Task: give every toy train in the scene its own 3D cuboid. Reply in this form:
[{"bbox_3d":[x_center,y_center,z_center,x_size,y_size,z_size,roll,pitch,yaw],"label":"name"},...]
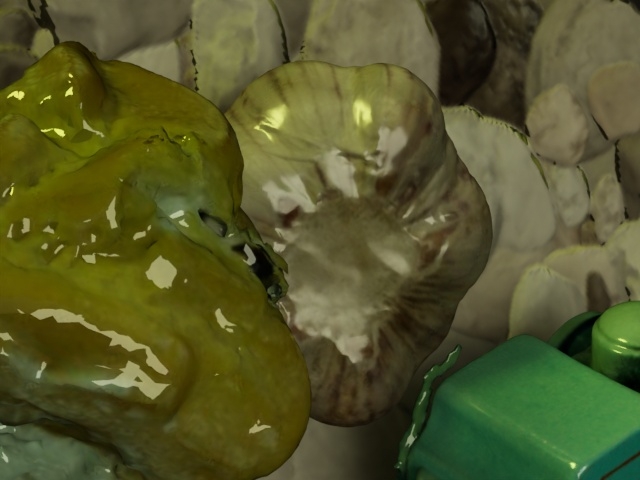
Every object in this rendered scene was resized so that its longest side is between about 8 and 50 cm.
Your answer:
[{"bbox_3d":[0.122,0.131,0.746,0.163,0.112,0.203,-27,125,-32],"label":"toy train"}]

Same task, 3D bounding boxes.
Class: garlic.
[{"bbox_3d":[0.000,0.000,0.706,0.147,0.102,0.159,-3,105,-14],"label":"garlic"}]

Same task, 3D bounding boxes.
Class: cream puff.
[{"bbox_3d":[-0.122,0.017,0.595,0.194,0.221,0.194,51,26,-36],"label":"cream puff"}]
